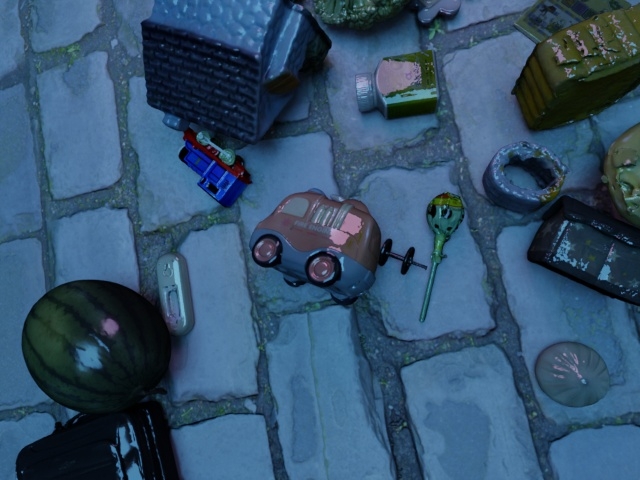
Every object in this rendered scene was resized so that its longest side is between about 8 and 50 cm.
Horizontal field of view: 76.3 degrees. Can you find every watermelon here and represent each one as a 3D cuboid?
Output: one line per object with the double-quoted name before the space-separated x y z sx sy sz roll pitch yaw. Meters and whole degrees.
"watermelon" -0.503 0.245 0.942 0.360 0.279 0.278 35 91 23

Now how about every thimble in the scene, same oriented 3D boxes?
"thimble" 0.439 -0.135 0.888 0.152 0.118 0.127 33 91 13

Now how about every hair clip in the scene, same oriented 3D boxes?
"hair clip" 0.327 -0.635 0.991 0.257 0.075 0.146 -42 76 11

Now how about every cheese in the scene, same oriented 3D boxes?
"cheese" 0.681 -0.123 0.787 0.316 0.128 0.259 -15 67 -22

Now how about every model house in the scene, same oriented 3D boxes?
"model house" -0.208 -0.391 0.969 0.361 0.297 0.338 23 96 13

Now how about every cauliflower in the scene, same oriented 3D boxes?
"cauliflower" 0.100 -0.658 0.937 0.327 0.281 0.260 -32 41 21

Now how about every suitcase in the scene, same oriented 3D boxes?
"suitcase" -0.525 0.575 0.974 0.346 0.188 0.338 -22 75 9

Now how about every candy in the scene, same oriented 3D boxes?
"candy" 0.263 0.042 0.928 0.083 0.091 0.304 11 93 2

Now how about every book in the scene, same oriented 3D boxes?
"book" 0.587 -0.527 0.956 0.192 0.013 0.168 -45 78 3

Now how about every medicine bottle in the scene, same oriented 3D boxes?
"medicine bottle" 0.182 -0.366 0.976 0.189 0.088 0.131 -6 83 10

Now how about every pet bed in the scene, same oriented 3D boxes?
"pet bed" 0.557 0.013 0.821 0.211 0.183 0.159 26 95 15

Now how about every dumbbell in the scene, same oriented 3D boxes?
"dumbbell" 0.175 0.037 0.940 0.147 0.069 0.069 21 88 22

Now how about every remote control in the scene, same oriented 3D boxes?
"remote control" -0.378 0.138 1.051 0.078 0.042 0.221 -12 82 10

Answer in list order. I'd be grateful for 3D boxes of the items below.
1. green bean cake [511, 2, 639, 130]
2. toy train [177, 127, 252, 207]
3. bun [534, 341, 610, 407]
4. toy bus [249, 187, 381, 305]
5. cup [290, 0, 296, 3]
"green bean cake" 0.538 -0.346 0.838 0.224 0.229 0.130 -18 75 6
"toy train" -0.280 -0.193 1.049 0.204 0.083 0.131 39 94 13
"bun" 0.525 0.281 0.841 0.139 0.094 0.138 -1 84 14
"toy bus" 0.000 0.000 0.909 0.288 0.194 0.231 19 79 26
"cup" -0.153 -0.687 1.049 0.223 0.169 0.176 -31 73 37
